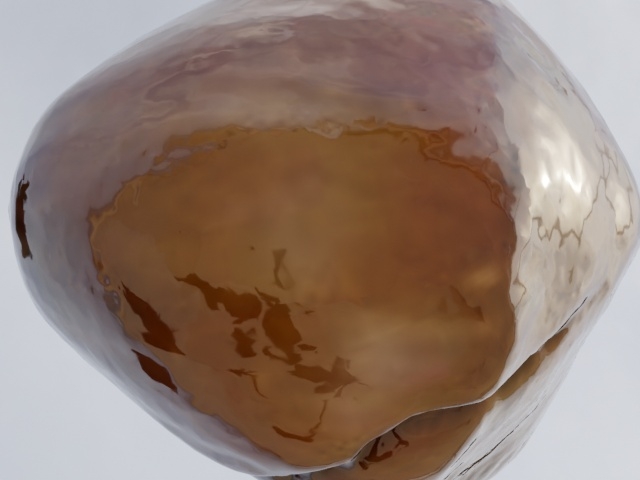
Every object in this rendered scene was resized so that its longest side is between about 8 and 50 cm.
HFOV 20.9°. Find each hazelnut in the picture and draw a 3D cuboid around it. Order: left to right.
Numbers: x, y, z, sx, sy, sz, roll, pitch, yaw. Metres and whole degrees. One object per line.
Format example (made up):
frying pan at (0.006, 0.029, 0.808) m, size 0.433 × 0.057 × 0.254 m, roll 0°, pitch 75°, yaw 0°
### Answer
hazelnut at (0.000, 0.000, 1.013) m, size 0.372 × 0.315 × 0.372 m, roll 8°, pitch -25°, yaw 4°
